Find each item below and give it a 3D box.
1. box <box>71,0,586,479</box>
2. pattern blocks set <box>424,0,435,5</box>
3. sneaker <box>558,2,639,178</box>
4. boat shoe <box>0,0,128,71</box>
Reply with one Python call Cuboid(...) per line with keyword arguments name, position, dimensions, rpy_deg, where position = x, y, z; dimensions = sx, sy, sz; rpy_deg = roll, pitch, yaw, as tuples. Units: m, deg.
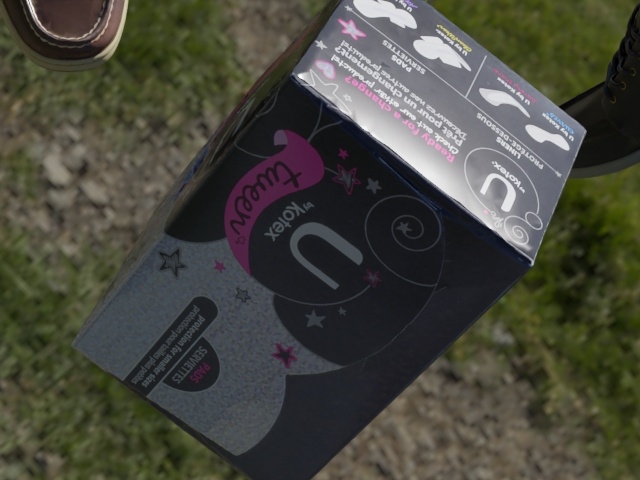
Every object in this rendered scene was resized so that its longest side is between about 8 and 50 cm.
Cuboid(name="box", position=(0.000, 0.000, 1.004), dimensions=(0.163, 0.247, 0.142), rpy_deg=(37, 37, -7))
Cuboid(name="pattern blocks set", position=(0.080, -0.202, 1.140), dimensions=(0.026, 0.285, 0.325), rpy_deg=(26, 46, 9))
Cuboid(name="sneaker", position=(0.233, -0.130, 1.342), dimensions=(0.118, 0.222, 0.083), rpy_deg=(48, 35, -31))
Cuboid(name="boat shoe", position=(-0.222, -0.315, 1.534), dimensions=(0.123, 0.123, 0.342), rpy_deg=(1, 72, -7))
